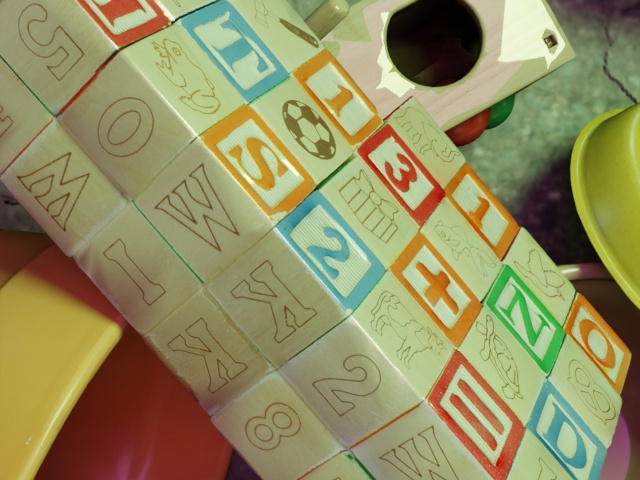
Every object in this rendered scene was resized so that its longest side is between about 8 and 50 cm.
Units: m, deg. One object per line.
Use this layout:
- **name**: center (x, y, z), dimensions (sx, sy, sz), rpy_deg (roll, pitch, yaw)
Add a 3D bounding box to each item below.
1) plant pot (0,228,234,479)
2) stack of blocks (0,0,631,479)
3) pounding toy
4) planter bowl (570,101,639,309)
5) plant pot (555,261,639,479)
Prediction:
- **plant pot**: center (-0.185, 0.113, 0.568), dimensions (0.203, 0.291, 0.291), rpy_deg (18, 88, 13)
- **stack of blocks**: center (0.000, 0.000, 0.497), dimensions (0.087, 0.171, 0.297), rpy_deg (-39, 95, 32)
- **pounding toy**: center (0.027, -0.076, 0.616), dimensions (0.206, 0.181, 0.094), rpy_deg (-29, 91, -3)
- **planter bowl**: center (0.252, -0.023, 0.613), dimensions (0.217, 0.090, 0.217), rpy_deg (16, 45, -17)
- **plant pot**: center (0.150, 0.130, 0.657), dimensions (0.237, 0.110, 0.237), rpy_deg (0, 89, -2)
